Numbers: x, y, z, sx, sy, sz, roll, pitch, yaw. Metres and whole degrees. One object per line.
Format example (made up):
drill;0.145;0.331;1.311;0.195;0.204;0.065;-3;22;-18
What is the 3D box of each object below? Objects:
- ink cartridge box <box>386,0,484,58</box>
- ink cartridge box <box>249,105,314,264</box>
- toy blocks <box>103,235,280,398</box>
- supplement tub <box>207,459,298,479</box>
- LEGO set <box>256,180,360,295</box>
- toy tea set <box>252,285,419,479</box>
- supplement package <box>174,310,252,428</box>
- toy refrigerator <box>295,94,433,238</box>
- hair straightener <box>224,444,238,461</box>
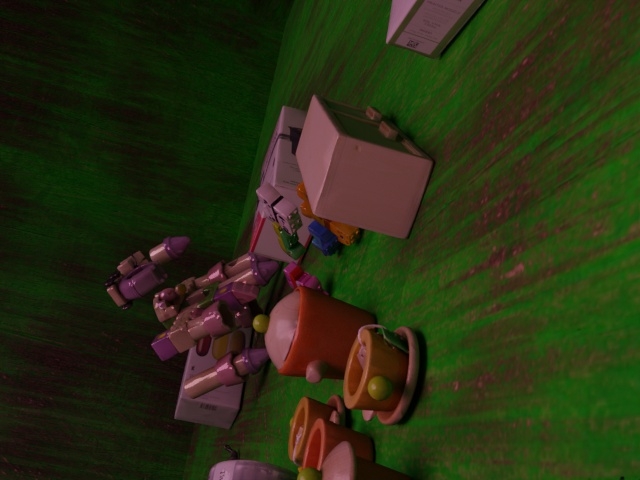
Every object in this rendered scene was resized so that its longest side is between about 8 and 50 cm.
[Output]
ink cartridge box;0.132;-0.276;0.667;0.209;0.062;0.109;133;149;-68
ink cartridge box;-0.053;-0.105;1.287;0.237;0.100;0.172;-87;16;-46
toy blocks;-0.199;0.096;1.403;0.260;0.309;0.289;-27;20;15
supplement tub;-0.089;0.365;0.821;0.117;0.116;0.191;120;161;-56
LEGO set;0.000;0.000;0.920;0.087;0.093;0.227;-44;-30;-18
toy tea set;-0.005;0.150;0.649;0.336;0.124;0.200;-178;102;-79
supplement package;-0.249;0.296;1.664;0.134;0.138;0.244;116;164;-52
toy refrigerator;0.040;-0.099;0.806;0.269;0.102;0.094;-106;32;-70
hair straightener;-0.200;0.512;1.380;0.231;0.047;0.089;-86;15;-45
